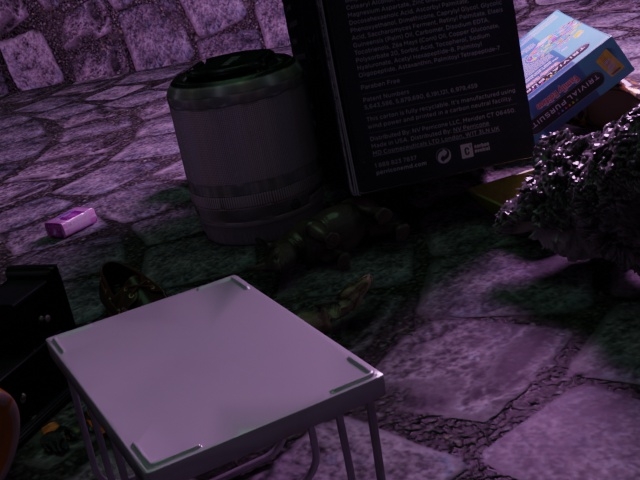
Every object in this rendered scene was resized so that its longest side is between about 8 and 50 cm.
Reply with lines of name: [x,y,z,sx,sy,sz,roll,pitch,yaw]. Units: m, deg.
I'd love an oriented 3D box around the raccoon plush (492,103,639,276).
raccoon plush: [0.338,-0.131,1.105,0.299,0.446,0.216,23,51,36]

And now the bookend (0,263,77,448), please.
bookend: [-0.349,0.129,1.107,0.072,0.157,0.156,-2,22,23]

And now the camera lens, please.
camera lens: [-0.115,-0.155,1.566,0.220,0.274,0.219,-10,20,4]

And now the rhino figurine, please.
rhino figurine: [0.000,0.000,1.390,0.243,0.073,0.106,-23,27,-26]

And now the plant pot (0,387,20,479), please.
plant pot: [-0.413,0.186,0.968,0.188,0.205,0.205,13,27,16]

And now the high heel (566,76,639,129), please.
high heel: [0.514,-0.210,1.677,0.261,0.093,0.186,-6,31,25]

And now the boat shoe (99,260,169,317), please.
boat shoe: [-0.246,0.081,1.304,0.073,0.073,0.207,-22,25,-30]

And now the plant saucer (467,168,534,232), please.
plant saucer: [0.338,-0.058,1.408,0.188,0.045,0.188,-17,21,-16]

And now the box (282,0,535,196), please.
box: [0.108,-0.351,1.592,0.298,0.471,0.480,-13,11,-5]

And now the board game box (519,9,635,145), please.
board game box: [0.398,-0.292,1.796,0.254,0.079,0.336,-38,18,11]

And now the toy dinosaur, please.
toy dinosaur: [-0.044,0.114,1.138,0.268,0.064,0.118,-18,15,-14]

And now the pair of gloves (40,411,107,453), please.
pair of gloves: [-0.265,0.206,1.070,0.083,0.010,0.074,-20,23,-21]

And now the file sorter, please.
file sorter: [-0.088,0.171,0.839,0.193,0.173,0.278,-19,22,-24]

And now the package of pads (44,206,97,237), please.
package of pads: [-0.448,-0.033,1.760,0.050,0.032,0.083,2,24,35]
